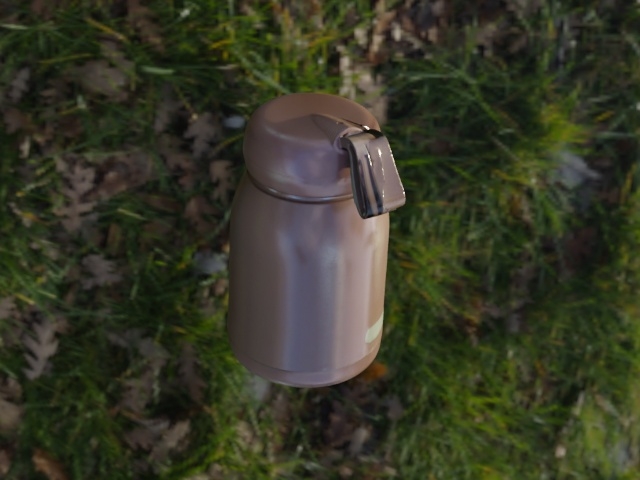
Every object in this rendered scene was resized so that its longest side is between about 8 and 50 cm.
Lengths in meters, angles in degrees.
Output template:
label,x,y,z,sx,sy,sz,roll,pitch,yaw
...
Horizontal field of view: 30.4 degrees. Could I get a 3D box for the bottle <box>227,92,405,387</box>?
label,x,y,z,sx,sy,sz,roll,pitch,yaw
bottle,0.000,0.000,1.232,0.173,0.206,0.297,-18,127,-32
